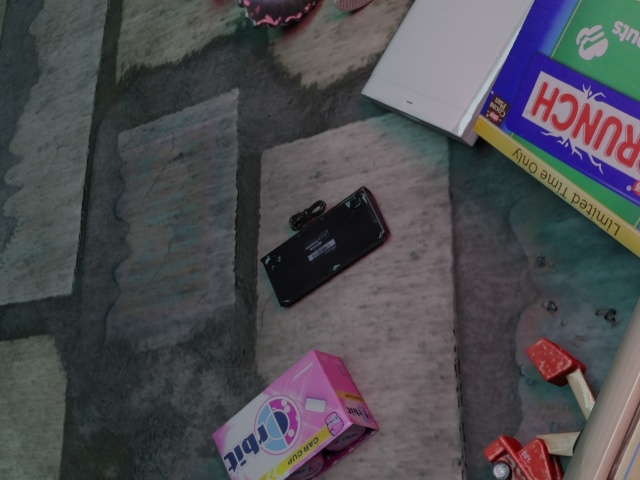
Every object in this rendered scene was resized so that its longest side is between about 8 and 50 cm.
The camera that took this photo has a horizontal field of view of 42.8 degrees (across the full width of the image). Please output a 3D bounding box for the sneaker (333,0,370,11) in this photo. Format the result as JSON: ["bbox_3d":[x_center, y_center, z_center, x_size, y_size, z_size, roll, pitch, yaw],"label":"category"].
[{"bbox_3d":[0.063,-0.381,1.131,0.134,0.051,0.070,-41,53,14],"label":"sneaker"}]

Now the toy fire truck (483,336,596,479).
[{"bbox_3d":[0.237,0.207,0.797,0.135,0.047,0.192,-44,55,14],"label":"toy fire truck"}]

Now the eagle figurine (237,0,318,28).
[{"bbox_3d":[-0.079,-0.487,1.215,0.226,0.225,0.298,-83,3,-65],"label":"eagle figurine"}]

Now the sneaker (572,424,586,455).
[{"bbox_3d":[0.342,0.161,0.700,0.229,0.086,0.132,-38,61,6],"label":"sneaker"}]

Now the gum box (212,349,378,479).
[{"bbox_3d":[-0.037,0.233,0.977,0.188,0.062,0.107,-42,54,17],"label":"gum box"}]

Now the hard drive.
[{"bbox_3d":[0.192,-0.280,0.987,0.203,0.040,0.307,36,97,50],"label":"hard drive"}]

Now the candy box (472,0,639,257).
[{"bbox_3d":[0.323,-0.171,0.757,0.268,0.122,0.317,46,127,37],"label":"candy box"}]

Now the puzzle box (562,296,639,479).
[{"bbox_3d":[0.355,0.139,0.624,0.272,0.052,0.409,23,89,-3],"label":"puzzle box"}]

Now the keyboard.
[{"bbox_3d":[0.000,0.000,1.061,0.180,0.023,0.108,-35,63,21],"label":"keyboard"}]
